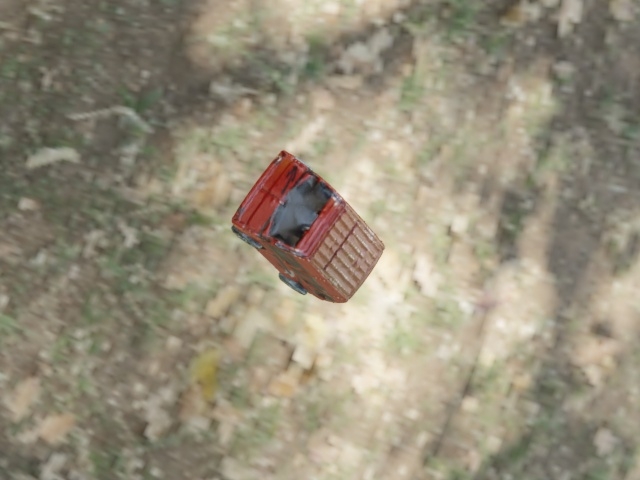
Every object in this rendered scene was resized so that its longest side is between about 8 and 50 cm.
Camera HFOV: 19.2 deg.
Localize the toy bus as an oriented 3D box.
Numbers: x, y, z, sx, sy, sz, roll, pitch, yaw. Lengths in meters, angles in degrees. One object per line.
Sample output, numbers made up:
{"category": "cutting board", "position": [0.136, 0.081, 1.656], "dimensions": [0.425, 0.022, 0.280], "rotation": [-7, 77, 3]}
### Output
{"category": "toy bus", "position": [0.000, 0.000, 1.578], "dimensions": [0.081, 0.089, 0.195], "rotation": [-54, 155, -6]}
